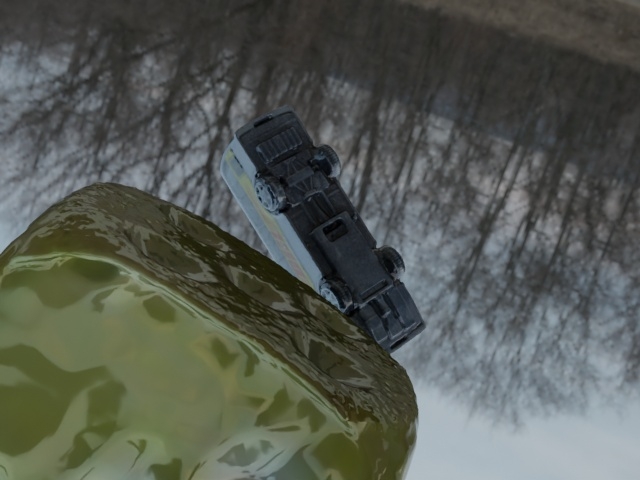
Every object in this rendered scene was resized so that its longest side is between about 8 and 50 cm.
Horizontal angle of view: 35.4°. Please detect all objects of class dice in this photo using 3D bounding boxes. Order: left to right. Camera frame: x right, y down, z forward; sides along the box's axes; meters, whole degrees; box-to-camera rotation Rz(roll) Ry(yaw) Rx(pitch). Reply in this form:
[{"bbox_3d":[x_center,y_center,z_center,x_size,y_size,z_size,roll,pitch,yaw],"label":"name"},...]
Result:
[{"bbox_3d":[-0.098,0.121,0.573,0.233,0.238,0.227,35,-174,-3],"label":"dice"}]

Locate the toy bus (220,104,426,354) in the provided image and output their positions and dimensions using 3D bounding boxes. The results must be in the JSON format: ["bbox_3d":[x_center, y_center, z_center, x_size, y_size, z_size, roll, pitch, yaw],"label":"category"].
[{"bbox_3d":[0.000,0.000,0.728,0.191,0.064,0.075,57,152,4],"label":"toy bus"}]
